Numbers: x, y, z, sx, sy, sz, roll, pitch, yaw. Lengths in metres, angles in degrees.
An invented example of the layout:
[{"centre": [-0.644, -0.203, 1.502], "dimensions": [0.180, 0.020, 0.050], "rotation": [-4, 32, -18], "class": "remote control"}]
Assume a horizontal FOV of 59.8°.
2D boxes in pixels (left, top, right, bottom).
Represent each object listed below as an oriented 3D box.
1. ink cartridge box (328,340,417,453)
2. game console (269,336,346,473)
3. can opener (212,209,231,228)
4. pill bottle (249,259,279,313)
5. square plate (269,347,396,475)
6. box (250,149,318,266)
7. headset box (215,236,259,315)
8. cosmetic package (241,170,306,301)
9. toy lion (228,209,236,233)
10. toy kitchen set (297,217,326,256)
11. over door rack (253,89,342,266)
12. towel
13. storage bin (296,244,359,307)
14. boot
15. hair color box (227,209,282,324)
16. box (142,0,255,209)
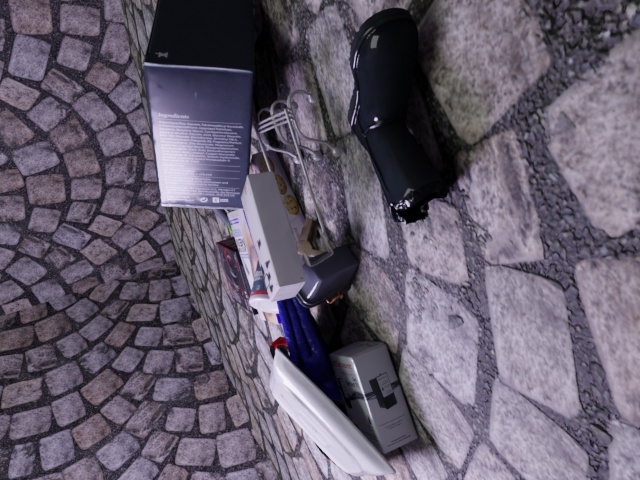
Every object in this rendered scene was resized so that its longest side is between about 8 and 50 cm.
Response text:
[{"centre": [0.107, 0.328, 1.192], "dimensions": [0.153, 0.087, 0.208], "rotation": [-26, 82, 69], "class": "ink cartridge box"}, {"centre": [-0.026, 0.456, 1.597], "dimensions": [0.386, 0.060, 0.342], "rotation": [63, 163, 3], "class": "game console"}, {"centre": [-0.356, -0.156, 1.826], "dimensions": [0.283, 0.076, 0.095], "rotation": [50, 170, -8], "class": "can opener"}, {"centre": [-0.116, 0.088, 1.439], "dimensions": [0.108, 0.108, 0.180], "rotation": [119, 162, -63], "class": "pill bottle"}, {"centre": [-0.002, 0.416, 1.274], "dimensions": [0.344, 0.049, 0.347], "rotation": [43, 158, 11], "class": "square plate"}, {"centre": [-0.087, -0.071, 1.378], "dimensions": [0.324, 0.067, 0.063], "rotation": [67, 159, 13], "class": "box"}, {"centre": [-0.245, 0.103, 1.853], "dimensions": [0.293, 0.110, 0.218], "rotation": [16, 122, 65], "class": "headset box"}, {"centre": [-0.098, -0.008, 1.103], "dimensions": [0.099, 0.060, 0.239], "rotation": [125, 131, -60], "class": "cosmetic package"}, {"centre": [-0.248, -0.067, 1.743], "dimensions": [0.096, 0.100, 0.034], "rotation": [51, 160, 0], "class": "toy lion"}, {"centre": [0.000, 0.000, 1.279], "dimensions": [0.068, 0.075, 0.083], "rotation": [23, -100, -69], "class": "toy kitchen set"}, {"centre": [-0.042, -0.125, 1.140], "dimensions": [0.239, 0.108, 0.324], "rotation": [-169, 71, -68], "class": "over door rack"}, {"centre": [-0.032, 0.250, 1.341], "dimensions": [0.308, 0.076, 0.227], "rotation": [68, 177, -56], "class": "towel"}, {"centre": [0.016, 0.072, 1.156], "dimensions": [0.098, 0.135, 0.091], "rotation": [55, 145, 21], "class": "storage bin"}, {"centre": [0.114, -0.154, 0.757], "dimensions": [0.246, 0.094, 0.207], "rotation": [99, 150, -63], "class": "boot"}, {"centre": [-0.153, 0.059, 1.596], "dimensions": [0.185, 0.110, 0.339], "rotation": [-7, 103, 68], "class": "hair color box"}, {"centre": [-0.260, -0.310, 1.266], "dimensions": [0.395, 0.212, 0.293], "rotation": [101, 168, -51], "class": "box"}]
